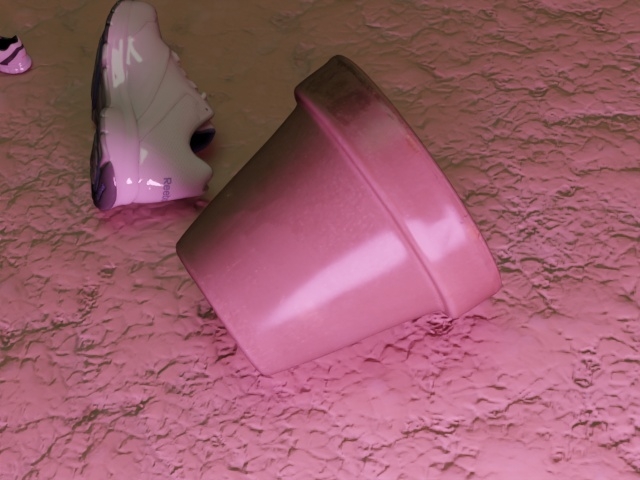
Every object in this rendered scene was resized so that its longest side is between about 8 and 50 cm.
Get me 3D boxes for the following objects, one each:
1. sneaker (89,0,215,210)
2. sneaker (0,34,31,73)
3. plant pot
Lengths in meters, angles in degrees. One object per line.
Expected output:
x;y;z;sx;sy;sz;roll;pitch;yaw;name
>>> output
-0.180;-0.143;1.621;0.129;0.111;0.297;4;50;-13;sneaker
-0.385;-0.218;1.729;0.109;0.043;0.040;1;49;8;sneaker
0.000;0.000;1.379;0.229;0.263;0.263;-34;52;-3;plant pot
